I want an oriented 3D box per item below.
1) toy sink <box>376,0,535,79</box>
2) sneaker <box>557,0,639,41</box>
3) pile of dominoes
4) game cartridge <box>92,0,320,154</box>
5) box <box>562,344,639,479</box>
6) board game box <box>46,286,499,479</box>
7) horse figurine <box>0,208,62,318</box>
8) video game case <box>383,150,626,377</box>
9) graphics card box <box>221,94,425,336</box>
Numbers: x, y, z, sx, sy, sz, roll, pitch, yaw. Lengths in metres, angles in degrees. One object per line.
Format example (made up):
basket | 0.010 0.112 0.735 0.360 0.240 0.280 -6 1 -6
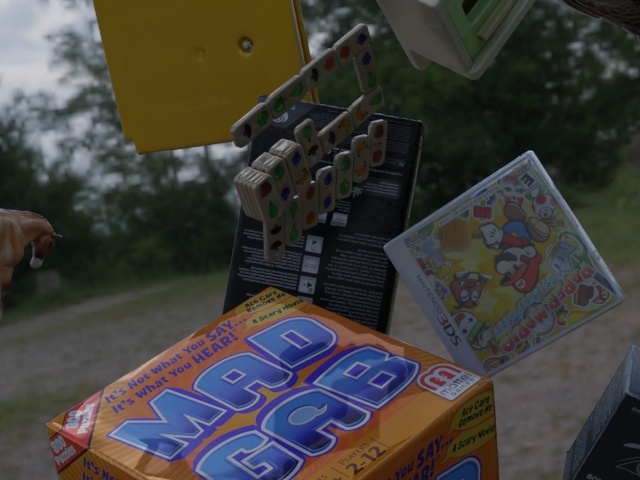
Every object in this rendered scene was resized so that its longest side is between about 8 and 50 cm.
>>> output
toy sink | 0.180 -0.312 1.767 0.131 0.153 0.234 31 -11 31
sneaker | 0.368 -0.254 1.448 0.281 0.106 0.162 20 3 9
pile of dominoes | 0.004 -0.109 1.622 0.040 0.196 0.251 22 53 40
game cartridge | -0.175 -0.288 2.093 0.323 0.285 0.052 -6 14 22
box | 0.407 0.258 1.694 0.153 0.207 0.108 25 32 2
board game box | -0.039 0.328 1.587 0.356 0.356 0.356 21 40 40
horse figurine | -0.447 -0.009 1.703 0.066 0.174 0.263 -2 -35 49
video game case | 0.215 0.037 1.639 0.227 0.206 0.026 -34 -4 28
graphics card box | 0.000 0.000 1.881 0.232 0.371 0.094 9 2 8
